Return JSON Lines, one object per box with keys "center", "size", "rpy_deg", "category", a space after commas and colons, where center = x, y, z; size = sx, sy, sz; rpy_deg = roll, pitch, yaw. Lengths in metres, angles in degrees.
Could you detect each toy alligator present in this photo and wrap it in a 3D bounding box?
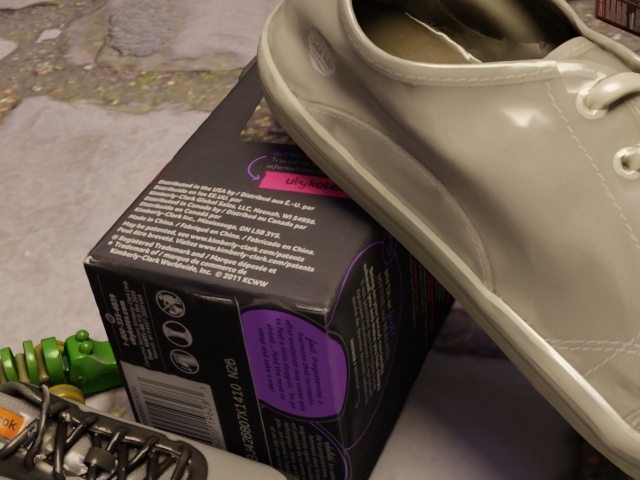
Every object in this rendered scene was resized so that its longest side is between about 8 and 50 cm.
{"center": [-0.164, 0.081, 0.680], "size": [0.189, 0.051, 0.056], "rpy_deg": [-18, 40, -12], "category": "toy alligator"}

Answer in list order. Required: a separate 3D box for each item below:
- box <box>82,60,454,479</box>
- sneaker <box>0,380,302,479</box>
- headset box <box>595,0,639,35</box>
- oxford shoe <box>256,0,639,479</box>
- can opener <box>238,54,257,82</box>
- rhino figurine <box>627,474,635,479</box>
{"center": [0.000, 0.000, 0.659], "size": [0.143, 0.165, 0.270], "rpy_deg": [12, 42, 22], "category": "box"}
{"center": [-0.133, 0.132, 0.568], "size": [0.271, 0.108, 0.100], "rpy_deg": [6, 39, 15], "category": "sneaker"}
{"center": [0.301, -0.221, 0.988], "size": [0.062, 0.032, 0.083], "rpy_deg": [-28, 41, -24], "category": "headset box"}
{"center": [0.150, -0.011, 0.496], "size": [0.449, 0.130, 0.169], "rpy_deg": [42, 47, 17], "category": "oxford shoe"}
{"center": [0.071, -0.155, 0.895], "size": [0.283, 0.095, 0.076], "rpy_deg": [-23, 41, -8], "category": "can opener"}
{"center": [0.208, 0.088, 0.587], "size": [0.106, 0.073, 0.243], "rpy_deg": [-3, 37, 2], "category": "rhino figurine"}
